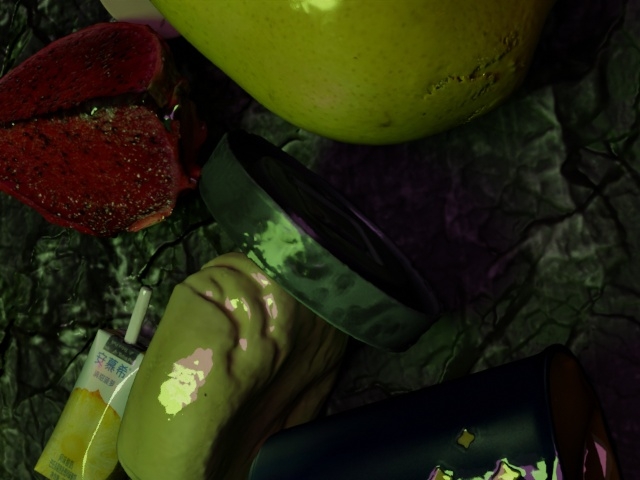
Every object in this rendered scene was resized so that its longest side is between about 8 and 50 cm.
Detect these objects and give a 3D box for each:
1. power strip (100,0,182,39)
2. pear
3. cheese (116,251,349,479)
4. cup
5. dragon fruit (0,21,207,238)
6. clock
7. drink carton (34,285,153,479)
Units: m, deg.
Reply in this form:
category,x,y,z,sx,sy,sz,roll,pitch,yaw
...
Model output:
category,x,y,z,sx,sy,sz,roll,pitch,yaw
power strip,-0.140,-0.267,1.076,0.154,0.078,0.154,10,114,22
pear,0.021,-0.222,0.902,0.336,0.285,0.285,30,96,-16
cheese,-0.074,0.117,0.948,0.117,0.214,0.226,28,87,21
cup,0.096,0.235,0.874,0.256,0.178,0.254,-20,73,22
dragon fruit,-0.196,-0.109,1.062,0.262,0.163,0.189,-5,74,34
clock,0.000,0.000,0.923,0.226,0.226,0.049,45,102,23
drink carton,-0.186,0.135,1.067,0.084,0.074,0.200,27,93,24
